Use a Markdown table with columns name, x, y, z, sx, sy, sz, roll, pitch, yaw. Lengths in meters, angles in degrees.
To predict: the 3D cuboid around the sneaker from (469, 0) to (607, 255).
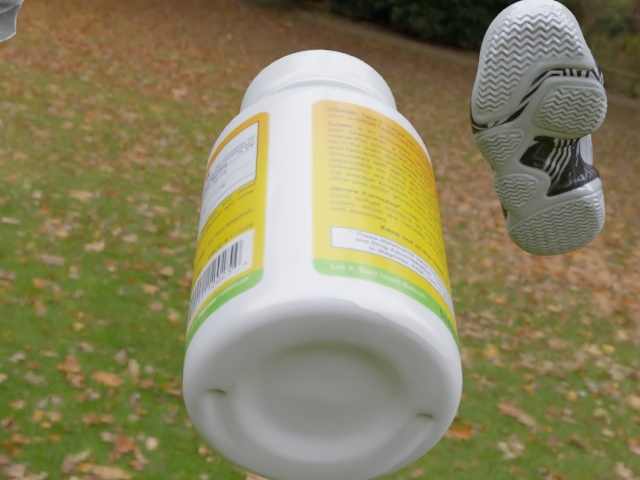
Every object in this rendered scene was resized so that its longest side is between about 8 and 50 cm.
| name | x | y | z | sx | sy | sz | roll | pitch | yaw |
| --- | --- | --- | --- | --- | --- | --- | --- | --- | --- |
| sneaker | 0.231 | -0.161 | 1.267 | 0.137 | 0.366 | 0.210 | -11 | 52 | 10 |

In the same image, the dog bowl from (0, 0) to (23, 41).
| name | x | y | z | sx | sy | sz | roll | pitch | yaw |
| --- | --- | --- | --- | --- | --- | --- | --- | --- | --- |
| dog bowl | -0.428 | -0.394 | 1.323 | 0.348 | 0.349 | 0.102 | 3 | 31 | -41 |

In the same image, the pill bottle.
| name | x | y | z | sx | sy | sz | roll | pitch | yaw |
| --- | --- | --- | --- | --- | --- | --- | --- | --- | --- |
| pill bottle | 0.000 | 0.000 | 0.643 | 0.136 | 0.136 | 0.246 | 11 | 39 | -10 |
